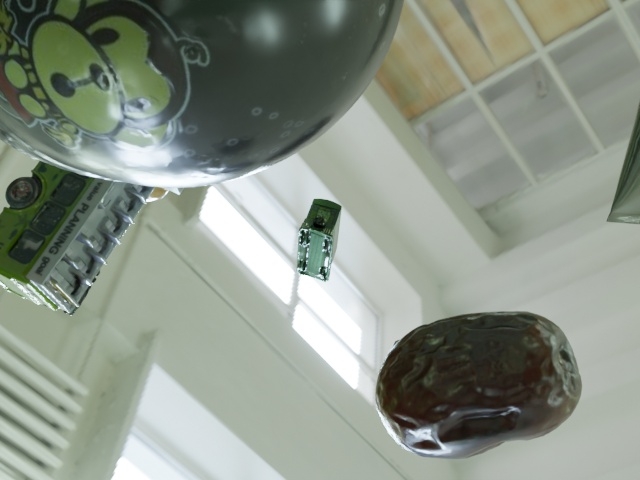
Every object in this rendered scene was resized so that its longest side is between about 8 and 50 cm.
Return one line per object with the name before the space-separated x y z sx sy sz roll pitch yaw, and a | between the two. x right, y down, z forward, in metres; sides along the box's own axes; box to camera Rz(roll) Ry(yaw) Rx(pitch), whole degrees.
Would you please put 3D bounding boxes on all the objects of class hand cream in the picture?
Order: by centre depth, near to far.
hand cream | 0.292 -0.102 0.727 0.054 0.087 0.186 30 -67 58

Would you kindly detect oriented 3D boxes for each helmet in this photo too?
helmet | -0.044 -0.134 0.436 0.279 0.230 0.160 -25 -147 -30

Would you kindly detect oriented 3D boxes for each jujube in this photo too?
jujube | 0.182 0.172 1.062 0.243 0.183 0.183 -24 -148 29

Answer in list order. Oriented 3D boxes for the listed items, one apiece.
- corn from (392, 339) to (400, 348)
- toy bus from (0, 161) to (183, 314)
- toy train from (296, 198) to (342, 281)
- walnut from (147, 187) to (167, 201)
corn | 0.129 0.192 1.301 0.037 0.092 0.037 -11 -166 3
toy bus | -0.249 -0.063 0.995 0.139 0.113 0.301 24 -110 16
toy train | 0.000 0.000 0.927 0.038 0.093 0.056 16 -126 8
walnut | -0.305 -0.159 1.438 0.165 0.197 0.165 -17 -133 19
